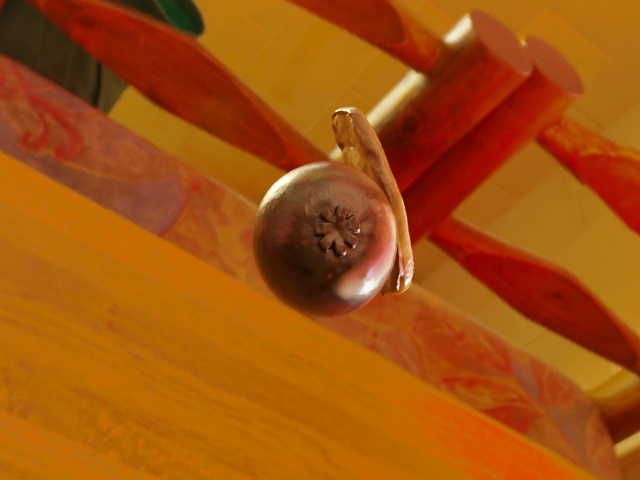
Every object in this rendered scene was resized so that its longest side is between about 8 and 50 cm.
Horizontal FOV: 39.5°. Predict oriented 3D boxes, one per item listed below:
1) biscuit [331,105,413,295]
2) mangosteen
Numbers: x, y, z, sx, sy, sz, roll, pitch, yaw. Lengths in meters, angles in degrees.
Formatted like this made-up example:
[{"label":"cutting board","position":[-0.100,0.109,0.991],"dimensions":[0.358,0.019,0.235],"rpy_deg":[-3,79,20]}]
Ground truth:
[{"label":"biscuit","position":[0.083,-0.062,1.365],"dimensions":[0.045,0.154,0.299],"rpy_deg":[-15,96,-20]},{"label":"mangosteen","position":[0.000,0.000,1.047],"dimensions":[0.200,0.200,0.200],"rpy_deg":[26,40,-25]}]
